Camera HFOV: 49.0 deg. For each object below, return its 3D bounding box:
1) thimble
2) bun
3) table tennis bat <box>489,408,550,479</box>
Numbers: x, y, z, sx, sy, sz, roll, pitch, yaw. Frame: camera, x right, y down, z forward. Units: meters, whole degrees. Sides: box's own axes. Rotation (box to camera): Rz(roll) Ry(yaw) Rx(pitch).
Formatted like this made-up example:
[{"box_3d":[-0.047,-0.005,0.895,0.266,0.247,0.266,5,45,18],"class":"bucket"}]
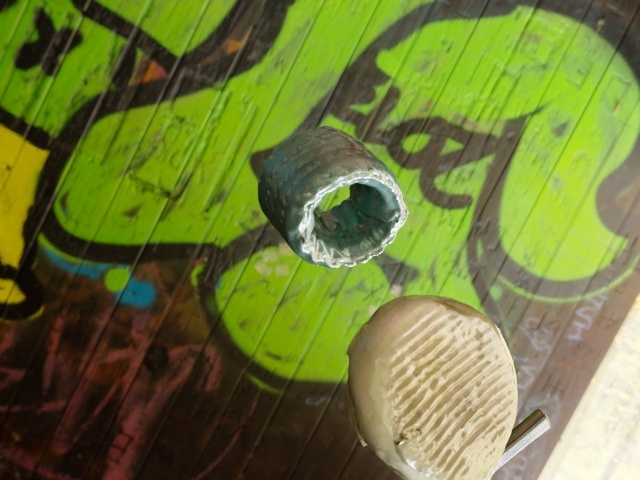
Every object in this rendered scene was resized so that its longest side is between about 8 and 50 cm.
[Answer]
[{"box_3d":[0.027,-0.066,1.114,0.235,0.198,0.143,4,-149,-36],"class":"thimble"},{"box_3d":[0.116,0.164,0.772,0.116,0.210,0.237,-5,123,51],"class":"bun"},{"box_3d":[0.196,0.336,0.970,0.022,0.301,0.173,45,170,47],"class":"table tennis bat"}]
